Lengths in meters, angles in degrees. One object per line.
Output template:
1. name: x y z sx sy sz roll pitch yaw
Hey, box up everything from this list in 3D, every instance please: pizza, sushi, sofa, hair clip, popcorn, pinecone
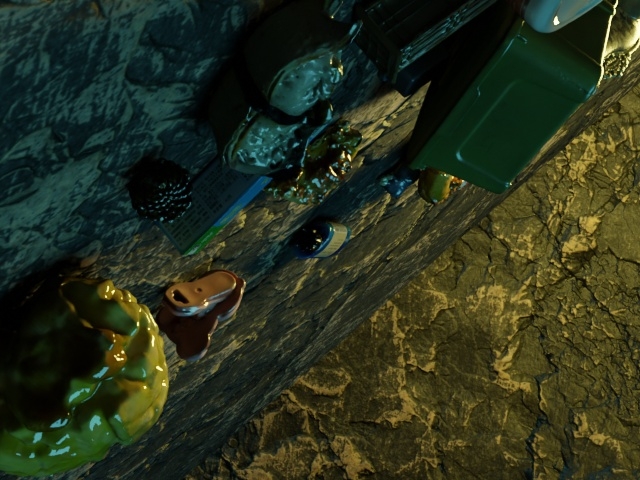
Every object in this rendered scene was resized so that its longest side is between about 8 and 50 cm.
1. pizza: -0.016 -0.096 1.678 0.194 0.069 0.154 -30 165 -46
2. sushi: -0.050 -0.170 1.232 0.109 0.134 0.273 0 162 -20
3. sofa: 0.477 -0.391 1.839 0.258 0.182 0.200 -32 165 -32
4. hair clip: -0.192 0.112 1.819 0.138 0.123 0.102 -26 142 -36
5. popcorn: -0.330 0.187 1.431 0.265 0.225 0.332 -39 -179 -29
6. pizza: 0.268 -0.167 2.154 0.226 0.086 0.335 -57 172 11
7. pinecone: -0.186 -0.055 1.310 0.077 0.077 0.083 -38 179 -11

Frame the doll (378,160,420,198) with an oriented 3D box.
1. doll: 0.156 -0.121 2.166 0.083 0.050 0.076 -42 172 0

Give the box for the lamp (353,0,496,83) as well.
1. lamp: 0.189 -0.332 1.409 0.325 0.090 0.089 -36 168 -12

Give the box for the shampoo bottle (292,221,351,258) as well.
1. shampoo bottle: 0.000 0.000 2.117 0.087 0.050 0.183 -40 168 13

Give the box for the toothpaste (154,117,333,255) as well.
1. toothpaste: -0.101 -0.092 1.457 0.267 0.065 0.050 -44 171 15

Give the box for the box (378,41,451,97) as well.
1. box: 0.139 -0.254 1.615 0.099 0.054 0.074 -35 165 -19

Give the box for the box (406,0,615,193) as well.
1. box: 0.277 -0.236 1.633 0.328 0.178 0.252 -57 -173 50

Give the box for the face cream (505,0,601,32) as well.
1. face cream: 0.261 -0.365 1.267 0.201 0.187 0.201 -38 168 -10
